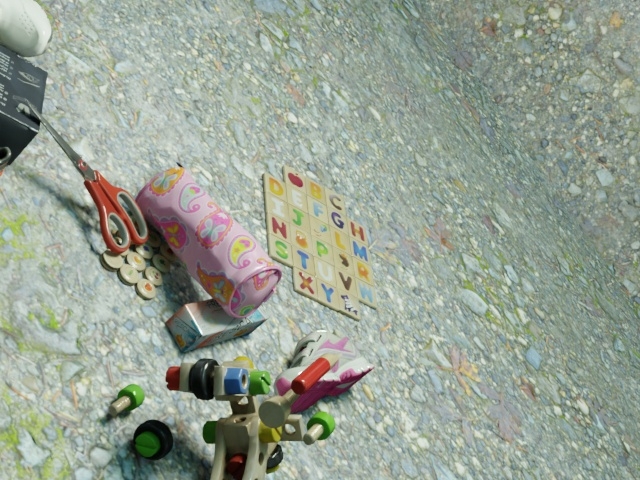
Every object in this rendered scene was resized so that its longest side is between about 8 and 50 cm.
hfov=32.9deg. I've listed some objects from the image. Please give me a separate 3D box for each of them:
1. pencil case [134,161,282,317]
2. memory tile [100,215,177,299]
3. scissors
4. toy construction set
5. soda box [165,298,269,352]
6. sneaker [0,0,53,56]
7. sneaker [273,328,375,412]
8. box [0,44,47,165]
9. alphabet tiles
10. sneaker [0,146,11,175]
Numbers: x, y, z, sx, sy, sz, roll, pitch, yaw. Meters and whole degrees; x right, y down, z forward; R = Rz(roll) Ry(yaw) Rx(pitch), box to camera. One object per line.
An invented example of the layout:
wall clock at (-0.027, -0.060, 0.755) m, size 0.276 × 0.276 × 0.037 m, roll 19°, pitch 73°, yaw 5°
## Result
pencil case at (-0.188, -0.002, 1.807) m, size 0.284 × 0.124 × 0.124 m, roll 45°, pitch 26°, yaw 28°
memory tile at (-0.299, 0.026, 1.800) m, size 0.113 × 0.012 × 0.148 m, roll 42°, pitch 32°, yaw -13°
scissors at (-0.370, -0.110, 1.743) m, size 0.297 × 0.021 × 0.109 m, roll 61°, pitch 33°, yaw -15°
toy construction set at (-0.087, 0.245, 1.585) m, size 0.257 × 0.308 × 0.237 m, roll 59°, pitch 26°, yaw 0°
soda box at (-0.169, 0.132, 1.807) m, size 0.183 × 0.058 × 0.063 m, roll -11°, pitch 65°, yaw -55°
sneaker at (-0.571, -0.377, 1.732) m, size 0.297 × 0.111 × 0.129 m, roll 27°, pitch 13°, yaw 0°
sneaker at (-0.013, 0.219, 1.888) m, size 0.111 × 0.103 × 0.252 m, roll 55°, pitch 25°, yaw 15°
box at (-0.525, -0.228, 1.704) m, size 0.156 × 0.093 × 0.158 m, roll 29°, pitch 36°, yaw -31°
alphabet tiles at (0.000, 0.000, 2.209) m, size 0.285 × 0.011 × 0.343 m, roll 28°, pitch 38°, yaw -32°
sneaker at (-0.535, -0.137, 1.621) m, size 0.158 × 0.065 × 0.061 m, roll 6°, pitch 52°, yaw -49°
